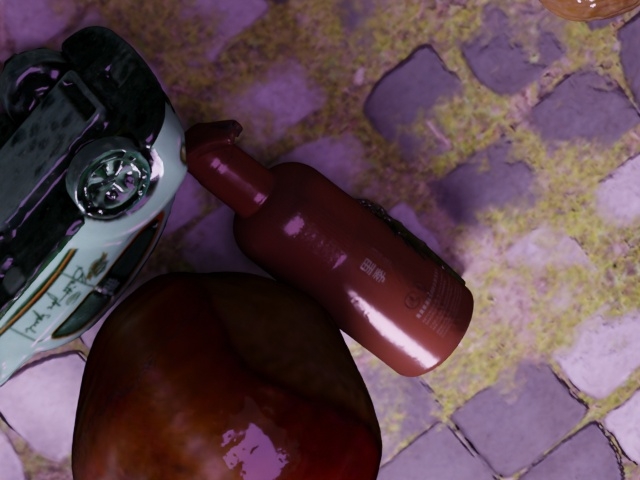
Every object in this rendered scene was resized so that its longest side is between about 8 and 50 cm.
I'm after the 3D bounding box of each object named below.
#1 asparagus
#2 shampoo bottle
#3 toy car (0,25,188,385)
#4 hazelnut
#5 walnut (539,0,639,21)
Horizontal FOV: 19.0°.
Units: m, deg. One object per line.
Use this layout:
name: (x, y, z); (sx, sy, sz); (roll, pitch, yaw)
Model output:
asparagus: (0.064, 0.001, 1.379); (0.114, 0.014, 0.015); (40, 79, -24)
shampoo bottle: (-0.001, 0.000, 1.322); (0.244, 0.085, 0.085); (39, 97, -26)
toy car: (-0.196, 0.007, 1.250); (0.306, 0.136, 0.125); (-50, 136, 8)
hazelnut: (-0.069, 0.128, 1.279); (0.230, 0.229, 0.229); (-5, 112, -13)
walnut: (0.189, -0.201, 1.291); (0.124, 0.105, 0.105); (-25, 116, 12)
